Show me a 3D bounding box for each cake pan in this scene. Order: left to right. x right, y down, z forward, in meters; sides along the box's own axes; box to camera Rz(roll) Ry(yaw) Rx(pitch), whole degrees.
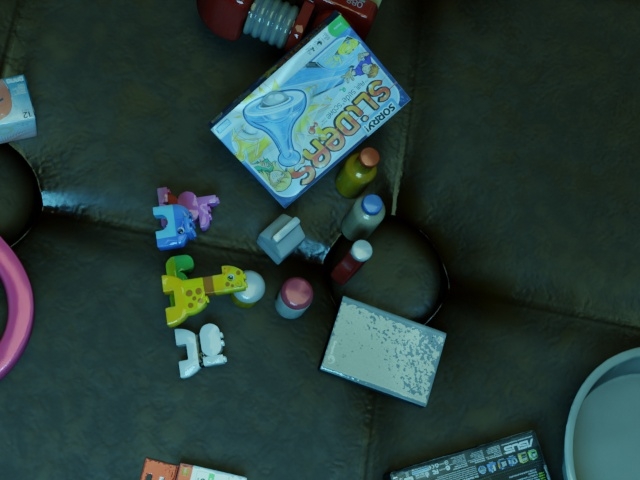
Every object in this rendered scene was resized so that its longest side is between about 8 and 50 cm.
[{"bbox_3d":[0.406,0.269,1.295,0.293,0.054,0.293,7,66,-15],"label":"cake pan"}]

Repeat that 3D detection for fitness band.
[{"bbox_3d":[-0.451,0.046,1.231,0.291,0.054,0.209,46,68,3],"label":"fitness band"}]

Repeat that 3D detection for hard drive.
[{"bbox_3d":[0.073,0.133,1.326,0.135,0.022,0.094,20,71,-5],"label":"hard drive"}]

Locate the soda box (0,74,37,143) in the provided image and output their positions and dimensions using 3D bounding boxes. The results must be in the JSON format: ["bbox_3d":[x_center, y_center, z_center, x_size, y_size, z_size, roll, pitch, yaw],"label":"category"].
[{"bbox_3d":[-0.422,-0.137,1.282,0.183,0.063,0.058,-15,77,-15],"label":"soda box"}]

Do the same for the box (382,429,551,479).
[{"bbox_3d":[0.186,0.331,1.280,0.190,0.045,0.184,-14,79,-16],"label":"box"}]

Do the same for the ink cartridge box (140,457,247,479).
[{"bbox_3d":[-0.144,0.282,1.233,0.115,0.029,0.063,15,72,-7],"label":"ink cartridge box"}]

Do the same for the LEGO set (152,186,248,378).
[{"bbox_3d":[-0.131,0.035,1.270,0.093,0.087,0.227,-9,77,-1],"label":"LEGO set"}]

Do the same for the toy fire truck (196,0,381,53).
[{"bbox_3d":[-0.059,-0.249,1.361,0.217,0.158,0.246,22,60,-5],"label":"toy fire truck"}]

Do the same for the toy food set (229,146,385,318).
[{"bbox_3d":[0.000,0.000,1.306,0.232,0.104,0.111,-42,85,-19],"label":"toy food set"}]

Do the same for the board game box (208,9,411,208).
[{"bbox_3d":[-0.013,-0.153,1.316,0.201,0.035,0.136,-41,112,7],"label":"board game box"}]
